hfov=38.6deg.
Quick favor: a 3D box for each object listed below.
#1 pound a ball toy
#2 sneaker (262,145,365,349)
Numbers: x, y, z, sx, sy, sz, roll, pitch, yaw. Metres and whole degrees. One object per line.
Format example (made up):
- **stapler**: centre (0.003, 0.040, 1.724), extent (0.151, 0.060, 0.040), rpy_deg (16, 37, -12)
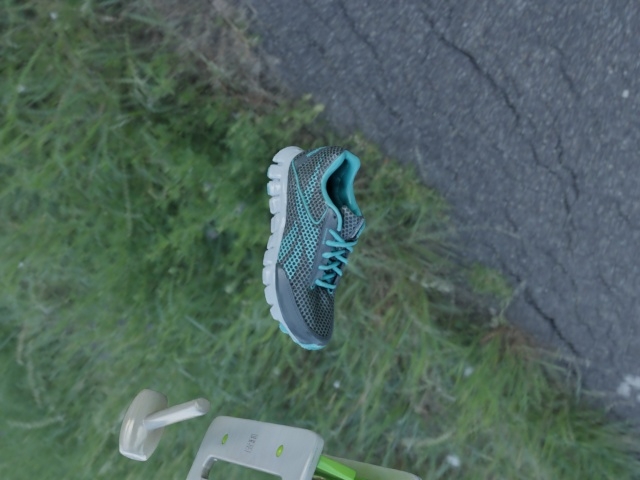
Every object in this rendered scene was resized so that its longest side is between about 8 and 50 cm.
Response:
- **pound a ball toy**: centre (-0.077, 0.249, 0.913), extent (0.208, 0.135, 0.319), rpy_deg (28, 162, -22)
- **sneaker**: centre (0.000, 0.000, 0.708), extent (0.076, 0.065, 0.166), rpy_deg (-13, 75, 39)
